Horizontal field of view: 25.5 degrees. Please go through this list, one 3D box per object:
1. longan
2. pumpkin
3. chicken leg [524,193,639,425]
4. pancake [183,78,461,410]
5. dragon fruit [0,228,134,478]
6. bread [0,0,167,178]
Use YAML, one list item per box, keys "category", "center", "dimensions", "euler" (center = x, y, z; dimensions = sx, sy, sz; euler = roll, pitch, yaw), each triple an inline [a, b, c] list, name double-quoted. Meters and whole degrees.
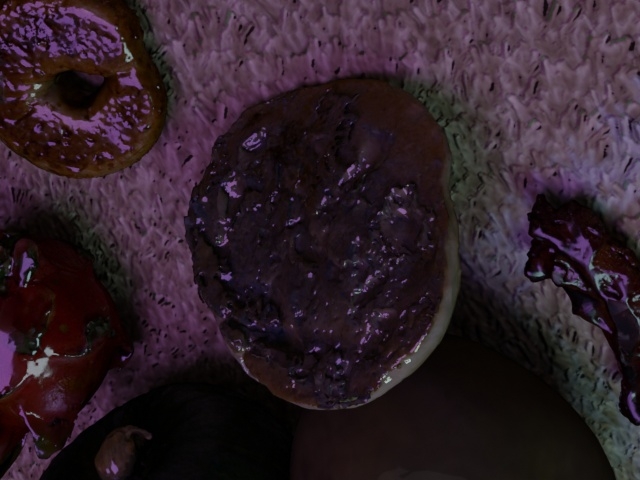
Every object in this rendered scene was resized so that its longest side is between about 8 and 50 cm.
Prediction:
- category: "longan"
  center: [0.112, 0.236, 1.188]
  dimensions: [0.288, 0.288, 0.350]
  euler: [-10, 109, 31]
- category: "pumpkin"
  center: [-0.146, 0.264, 1.300]
  dimensions: [0.300, 0.300, 0.207]
  euler: [-14, 125, 32]
- category: "chicken leg"
  center: [0.231, 0.052, 1.141]
  dimensions: [0.089, 0.048, 0.219]
  euler: [-24, 109, 39]
- category: "pancake"
  center: [0.000, 0.000, 1.123]
  dimensions: [0.282, 0.049, 0.282]
  euler: [-9, 75, 39]
- category: "dragon fruit"
  center: [-0.301, 0.114, 1.334]
  dimensions: [0.198, 0.269, 0.200]
  euler: [42, -177, 38]
- category: "bread"
  center: [-0.217, -0.139, 1.219]
  dimensions: [0.193, 0.064, 0.193]
  euler: [9, 124, 13]
